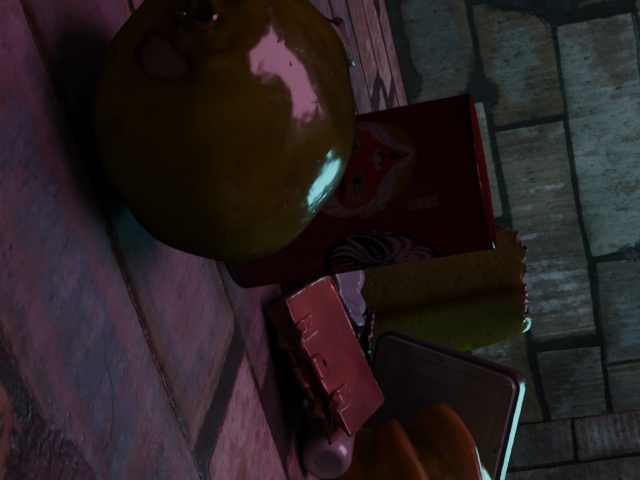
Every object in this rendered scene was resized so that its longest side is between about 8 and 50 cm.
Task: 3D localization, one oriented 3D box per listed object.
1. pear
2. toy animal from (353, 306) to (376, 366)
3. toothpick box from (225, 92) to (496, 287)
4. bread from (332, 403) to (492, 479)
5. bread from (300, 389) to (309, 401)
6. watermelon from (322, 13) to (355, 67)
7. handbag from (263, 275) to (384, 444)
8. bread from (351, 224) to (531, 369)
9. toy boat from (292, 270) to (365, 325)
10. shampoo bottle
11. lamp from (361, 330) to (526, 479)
[{"bbox_3d":[-0.092,-0.119,1.058,0.321,0.269,0.269,86,3,-53],"label":"pear"},{"bbox_3d":[0.055,0.194,1.859,0.232,0.084,0.148,-12,94,-81],"label":"toy animal"},{"bbox_3d":[0.046,-0.061,1.415,0.204,0.333,0.204,-9,90,-78],"label":"toothpick box"},{"bbox_3d":[0.141,0.419,1.693,0.211,0.270,0.316,17,60,-59],"label":"bread"},{"bbox_3d":[-0.013,0.167,1.654,0.052,0.044,0.157,66,19,-69],"label":"bread"},{"bbox_3d":[0.012,-0.370,2.072,0.158,0.097,0.121,-80,158,-68],"label":"watermelon"},{"bbox_3d":[0.008,0.166,1.566,0.213,0.059,0.157,65,24,-2],"label":"handbag"},{"bbox_3d":[0.219,0.095,2.037,0.245,0.361,0.233,-23,102,-75],"label":"bread"},{"bbox_3d":[0.000,0.000,1.712,0.199,0.100,0.291,-57,137,-74],"label":"toy boat"},{"bbox_3d":[0.018,0.274,1.642,0.192,0.074,0.074,-74,152,-61],"label":"shampoo bottle"},{"bbox_3d":[0.191,0.309,1.827,0.047,0.266,0.269,-7,110,-57],"label":"lamp"}]
